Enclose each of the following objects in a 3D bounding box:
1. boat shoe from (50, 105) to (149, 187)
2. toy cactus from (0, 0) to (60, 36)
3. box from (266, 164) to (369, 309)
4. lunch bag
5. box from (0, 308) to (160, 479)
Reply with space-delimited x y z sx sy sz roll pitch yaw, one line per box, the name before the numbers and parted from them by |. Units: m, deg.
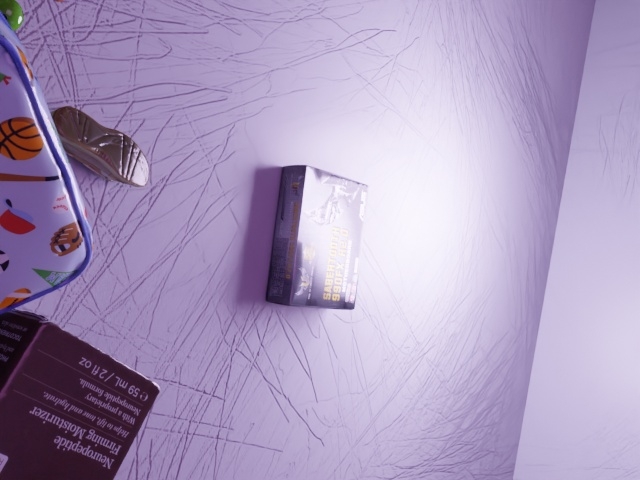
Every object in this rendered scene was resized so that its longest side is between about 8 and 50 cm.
boat shoe | -0.271 -0.109 0.770 0.153 0.048 0.056 33 56 -54
toy cactus | -0.344 -0.242 0.593 0.180 0.219 0.112 -41 167 10
box | 0.000 0.000 1.096 0.183 0.056 0.231 12 84 -51
lunch bag | -0.340 -0.052 0.526 0.243 0.115 0.303 -24 139 -20
box | -0.310 0.191 0.644 0.168 0.167 0.203 47 58 -42
